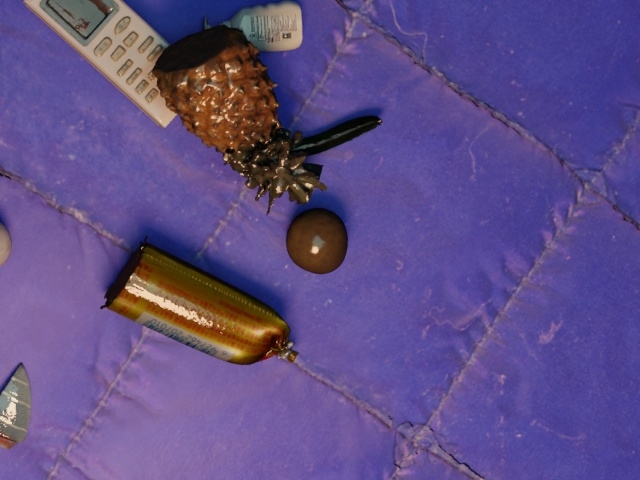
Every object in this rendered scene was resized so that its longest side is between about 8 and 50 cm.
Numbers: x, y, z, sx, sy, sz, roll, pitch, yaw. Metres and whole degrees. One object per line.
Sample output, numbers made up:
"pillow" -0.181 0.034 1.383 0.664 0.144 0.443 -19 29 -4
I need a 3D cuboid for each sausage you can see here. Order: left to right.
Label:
"sausage" -0.168 0.111 1.961 0.317 0.117 0.125 26 106 -17

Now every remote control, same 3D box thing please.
"remote control" -0.305 -0.298 1.902 0.277 0.055 0.103 42 86 -15

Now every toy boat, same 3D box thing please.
"toy boat" -0.474 0.254 1.950 0.096 0.034 0.122 36 87 -21

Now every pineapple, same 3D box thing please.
"pineapple" -0.106 -0.156 1.895 0.169 0.169 0.340 -37 124 -6

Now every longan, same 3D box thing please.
"longan" 0.000 0.000 2.000 0.119 0.106 0.106 -22 106 -53

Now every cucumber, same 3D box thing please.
"cucumber" 0.010 -0.160 2.009 0.184 0.033 0.036 -20 126 -10

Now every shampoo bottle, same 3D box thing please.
"shampoo bottle" -0.106 -0.326 1.951 0.152 0.045 0.077 -7 101 -14

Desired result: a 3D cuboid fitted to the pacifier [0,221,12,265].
"pacifier" -0.556 0.028 1.844 0.226 0.238 0.287 -22 124 -42
